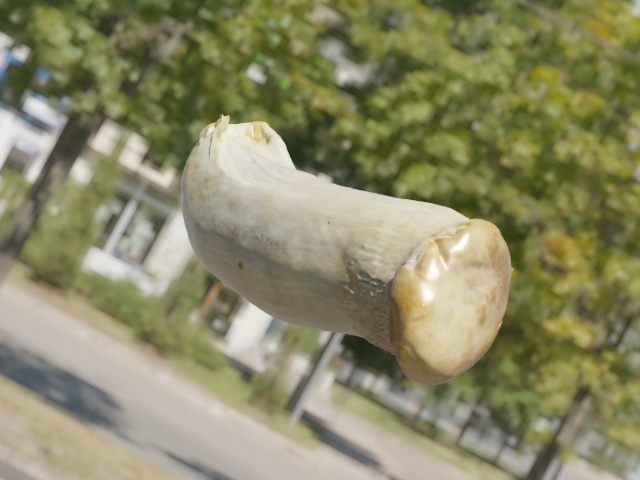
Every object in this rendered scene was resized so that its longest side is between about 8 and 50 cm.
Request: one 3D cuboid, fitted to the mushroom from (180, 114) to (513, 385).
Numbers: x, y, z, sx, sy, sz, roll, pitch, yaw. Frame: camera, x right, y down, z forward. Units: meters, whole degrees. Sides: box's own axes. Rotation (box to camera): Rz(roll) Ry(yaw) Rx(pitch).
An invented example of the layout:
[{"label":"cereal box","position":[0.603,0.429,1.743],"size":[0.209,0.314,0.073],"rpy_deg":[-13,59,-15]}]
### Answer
[{"label":"mushroom","position":[0.000,0.000,1.281],"size":[0.351,0.123,0.095],"rpy_deg":[31,-17,53]}]
